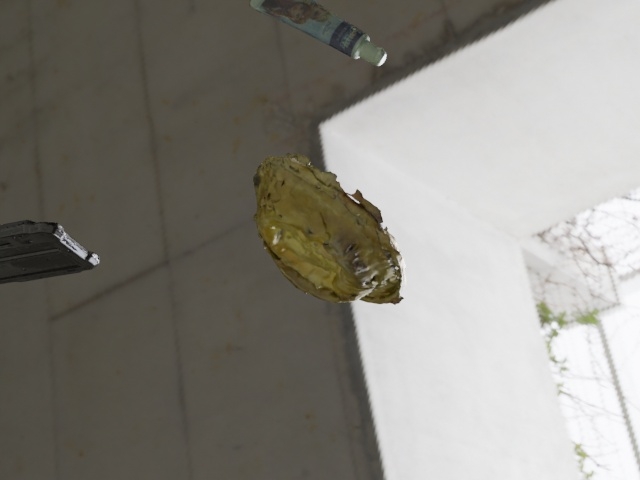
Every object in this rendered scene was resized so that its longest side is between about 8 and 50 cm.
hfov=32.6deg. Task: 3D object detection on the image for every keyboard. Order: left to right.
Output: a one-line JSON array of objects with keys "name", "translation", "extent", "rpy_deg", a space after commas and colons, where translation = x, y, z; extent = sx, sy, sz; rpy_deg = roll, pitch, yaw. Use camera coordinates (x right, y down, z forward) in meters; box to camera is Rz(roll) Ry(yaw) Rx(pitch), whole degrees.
[{"name": "keyboard", "translation": [-0.354, 0.022, 1.088], "extent": [0.262, 0.106, 0.016], "rpy_deg": [-10, -118, 18]}]

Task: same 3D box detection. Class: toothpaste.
[{"name": "toothpaste", "translation": [-0.001, -0.302, 1.522], "extent": [0.216, 0.037, 0.062], "rpy_deg": [34, -92, 17]}]

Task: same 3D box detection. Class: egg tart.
[{"name": "egg tart", "translation": [0.000, 0.000, 1.489], "extent": [0.278, 0.279, 0.095], "rpy_deg": [24, -117, 40]}]
